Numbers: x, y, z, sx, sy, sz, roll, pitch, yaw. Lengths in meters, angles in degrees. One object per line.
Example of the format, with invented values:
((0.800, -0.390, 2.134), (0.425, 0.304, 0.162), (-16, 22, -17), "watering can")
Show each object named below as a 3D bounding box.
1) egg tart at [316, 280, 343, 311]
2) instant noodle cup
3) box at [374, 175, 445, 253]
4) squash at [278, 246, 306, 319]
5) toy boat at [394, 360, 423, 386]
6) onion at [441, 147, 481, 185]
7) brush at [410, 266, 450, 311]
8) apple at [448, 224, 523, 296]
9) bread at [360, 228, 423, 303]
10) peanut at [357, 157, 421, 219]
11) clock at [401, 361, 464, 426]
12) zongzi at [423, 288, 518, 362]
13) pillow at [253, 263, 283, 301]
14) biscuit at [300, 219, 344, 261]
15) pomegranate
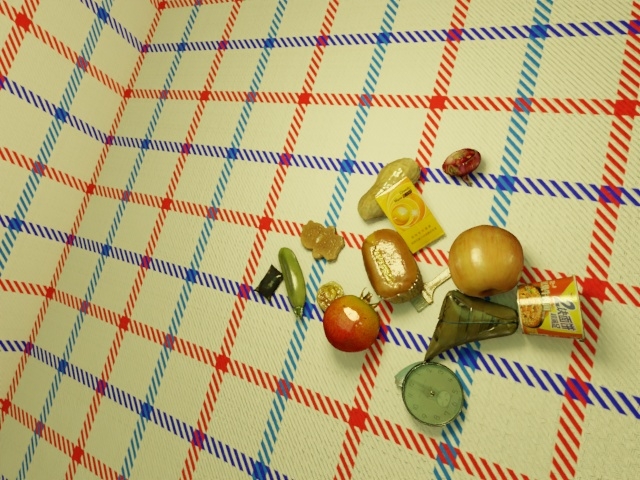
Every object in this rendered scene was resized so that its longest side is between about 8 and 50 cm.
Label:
((0.046, 0.236, 1.663), (0.130, 0.052, 0.131), (-8, 71, 22), "egg tart")
((0.732, 0.218, 1.289), (0.174, 0.213, 0.213), (-9, 72, 29), "instant noodle cup")
((0.346, -0.099, 1.564), (0.152, 0.043, 0.269), (-35, 95, 10), "box")
((-0.113, 0.174, 1.733), (0.094, 0.094, 0.341), (-25, 64, 16), "squash")
((0.332, 0.489, 1.480), (0.096, 0.034, 0.122), (24, 77, 25), "toy boat")
((0.559, -0.277, 1.567), (0.150, 0.140, 0.150), (-27, 22, 12), "onion")
((0.448, 0.152, 1.531), (0.272, 0.013, 0.103), (-40, 64, 8), "brush")
((0.566, 0.079, 1.374), (0.242, 0.242, 0.241), (-4, 56, 23), "apple")
((0.260, 0.096, 1.543), (0.204, 0.156, 0.288), (-26, 61, 13), "bread")
((0.274, -0.209, 1.649), (0.149, 0.149, 0.313), (42, 99, 28), "peanut")
((0.391, 0.536, 1.407), (0.214, 0.042, 0.215), (-3, 75, 12), "clock")
((0.523, 0.339, 1.398), (0.260, 0.123, 0.289), (17, 96, 22), "zongzi")
((-0.224, 0.189, 1.798), (0.090, 0.048, 0.150), (33, 87, 30), "pillow")
((0.000, 0.000, 1.762), (0.225, 0.036, 0.166), (26, 86, 31), "biscuit")
((0.126, 0.298, 1.526), (0.220, 0.221, 0.257), (32, 82, 28), "pomegranate")
